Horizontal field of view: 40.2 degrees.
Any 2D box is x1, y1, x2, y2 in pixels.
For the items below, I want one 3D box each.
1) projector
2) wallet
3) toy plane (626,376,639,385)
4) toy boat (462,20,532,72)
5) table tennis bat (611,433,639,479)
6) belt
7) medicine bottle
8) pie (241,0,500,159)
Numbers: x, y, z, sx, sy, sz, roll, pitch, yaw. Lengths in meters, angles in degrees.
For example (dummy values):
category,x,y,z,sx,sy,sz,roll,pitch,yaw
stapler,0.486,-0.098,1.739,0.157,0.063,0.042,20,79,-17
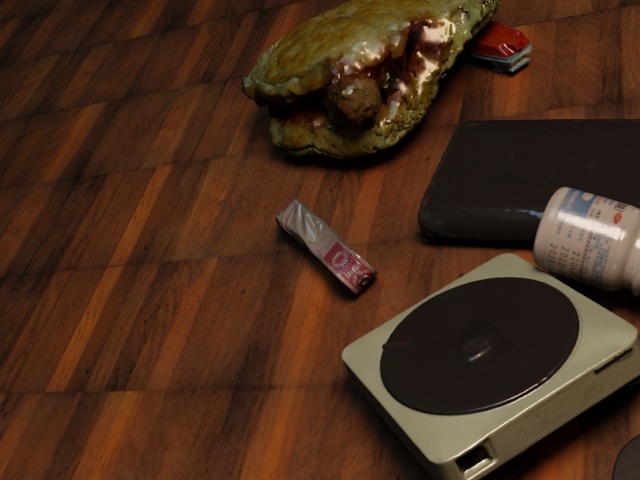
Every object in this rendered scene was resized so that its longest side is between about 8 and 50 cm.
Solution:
category,x,y,z,sx,sy,sz,roll,pitch,yaw
projector,0.185,0.138,0.983,0.257,0.079,0.259,-29,28,-10
wallet,0.348,-0.078,1.165,0.406,0.062,0.228,5,49,31
toy plane,0.419,0.097,0.942,0.235,0.060,0.096,-29,32,-8
toy boat,0.287,-0.324,1.459,0.069,0.059,0.173,-35,34,-11
table tennis bat,0.354,0.268,0.825,0.130,0.019,0.220,-18,39,12
belt,0.000,0.000,1.257,0.053,0.071,0.232,-48,40,-1
medicine bottle,0.340,0.007,1.007,0.168,0.105,0.105,20,57,23
pie,0.087,-0.308,1.455,0.418,0.180,0.395,-44,31,-25
